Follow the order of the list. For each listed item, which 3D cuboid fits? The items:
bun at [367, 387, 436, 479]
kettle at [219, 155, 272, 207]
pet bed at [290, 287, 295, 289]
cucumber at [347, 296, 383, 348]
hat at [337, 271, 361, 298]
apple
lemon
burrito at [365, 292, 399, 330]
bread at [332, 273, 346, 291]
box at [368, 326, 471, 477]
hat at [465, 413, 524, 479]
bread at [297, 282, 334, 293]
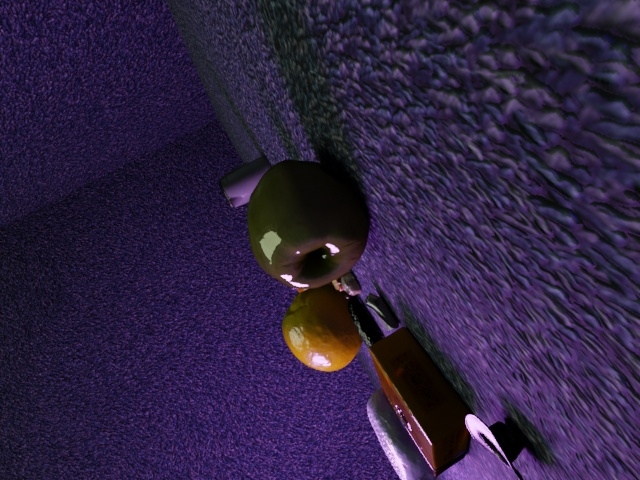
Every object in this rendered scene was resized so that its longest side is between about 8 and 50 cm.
[{"bbox_3d":[0.307,0.691,1.451,0.354,0.194,0.354,62,173,13],"label":"bun"},{"bbox_3d":[-0.347,-0.282,1.920,0.240,0.256,0.165,55,173,41],"label":"kettle"},{"bbox_3d":[-0.047,0.029,1.256,0.183,0.211,0.159,62,163,-1],"label":"pet bed"},{"bbox_3d":[0.172,0.328,1.445,0.300,0.072,0.072,58,172,17],"label":"cucumber"},{"bbox_3d":[0.094,0.147,1.341,0.077,0.059,0.076,66,168,-5],"label":"hat"},{"bbox_3d":[-0.034,-0.033,0.871,0.279,0.279,0.279,59,173,12],"label":"apple"},{"bbox_3d":[0.016,0.345,1.620,0.347,0.348,0.348,59,173,12],"label":"lemon"},{"bbox_3d":[0.161,0.190,1.091,0.118,0.044,0.074,56,175,15],"label":"burrito"},{"bbox_3d":[0.044,0.088,1.432,0.187,0.066,0.103,58,174,9],"label":"bread"},{"bbox_3d":[0.265,0.438,1.073,0.264,0.116,0.415,53,169,38],"label":"box"},{"bbox_3d":[0.299,0.332,0.675,0.121,0.050,0.121,52,170,13],"label":"hat"},{"bbox_3d":[-0.025,0.216,1.941,0.194,0.179,0.340,65,171,-27],"label":"bread"}]
